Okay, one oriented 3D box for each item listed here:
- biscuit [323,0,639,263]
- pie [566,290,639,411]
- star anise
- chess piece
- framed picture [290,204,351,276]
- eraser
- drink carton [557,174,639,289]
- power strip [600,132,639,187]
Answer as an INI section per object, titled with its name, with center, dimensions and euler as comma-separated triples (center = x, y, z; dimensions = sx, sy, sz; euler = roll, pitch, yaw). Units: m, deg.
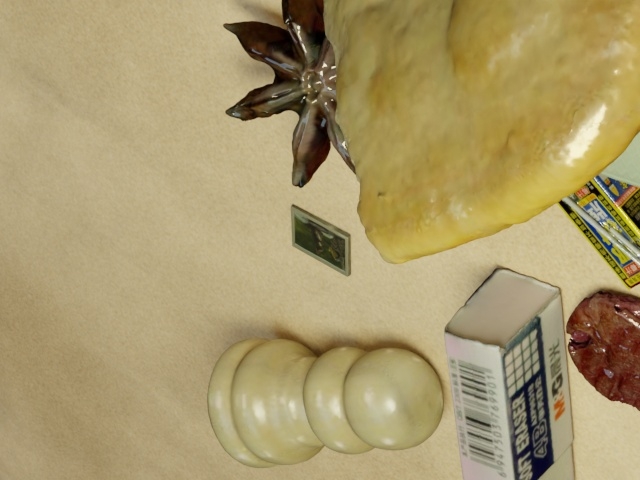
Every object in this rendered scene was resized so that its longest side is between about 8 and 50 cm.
[biscuit]
center = 0.140, -0.212, 1.647
dimensions = 0.446, 0.104, 0.429
euler = -15, 69, 52
[pie]
center = 0.323, 0.117, 1.982
dimensions = 0.153, 0.038, 0.154
euler = 27, 140, 25
[star anise]
center = 0.014, -0.172, 2.016
dimensions = 0.288, 0.088, 0.288
euler = 17, 122, 30
[chess piece]
center = 0.019, 0.190, 2.308
dimensions = 0.299, 0.167, 0.167
euler = -8, 115, 44
[framed picture]
center = 0.000, 0.000, 2.259
dimensions = 0.089, 0.006, 0.066
euler = 29, 141, 28
[eraser]
center = 0.209, 0.183, 2.091
dimensions = 0.086, 0.130, 0.287
euler = 18, 133, 33
[drink carton]
center = 0.281, -0.035, 1.869
dimensions = 0.166, 0.056, 0.071
euler = 50, 148, -1
[power strip]
center = 0.328, -0.124, 1.660
dimensions = 0.224, 0.140, 0.139
euler = 22, 135, 35
